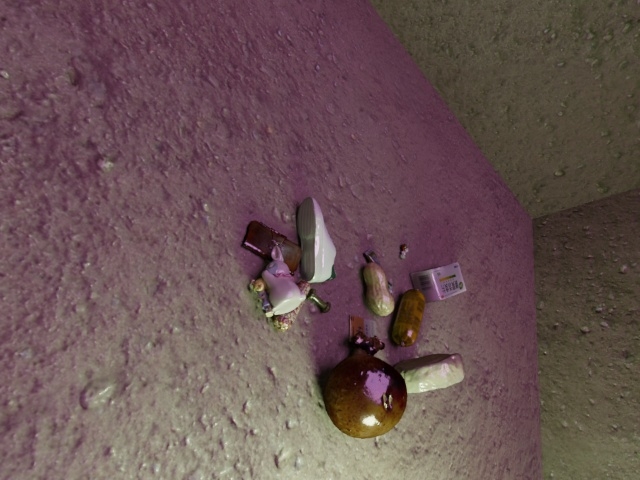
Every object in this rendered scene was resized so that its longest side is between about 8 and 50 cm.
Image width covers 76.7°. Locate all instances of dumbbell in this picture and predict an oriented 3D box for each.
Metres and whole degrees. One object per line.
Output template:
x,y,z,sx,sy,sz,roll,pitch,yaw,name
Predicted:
-0.009,0.246,1.648,0.118,0.046,0.052,44,43,-24,dumbbell

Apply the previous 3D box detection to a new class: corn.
-0.103,0.240,1.532,0.079,0.080,0.237,51,46,-17,corn

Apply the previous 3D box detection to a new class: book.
0.190,0.405,1.806,0.172,0.012,0.118,21,59,-38,book

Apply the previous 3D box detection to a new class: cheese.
0.471,0.583,1.790,0.318,0.327,0.115,41,35,-77,cheese

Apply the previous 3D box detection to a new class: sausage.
0.433,0.373,1.979,0.123,0.123,0.347,47,47,-22,sausage

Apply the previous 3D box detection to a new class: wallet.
-0.182,0.024,1.574,0.255,0.031,0.137,34,55,-30,wallet

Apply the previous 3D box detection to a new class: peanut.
0.262,0.225,1.878,0.124,0.124,0.256,-6,76,-46,peanut

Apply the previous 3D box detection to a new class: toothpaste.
0.291,0.155,1.986,0.078,0.047,0.247,-34,96,-51,toothpaste

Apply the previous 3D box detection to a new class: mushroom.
0.151,0.562,1.577,0.331,0.356,0.334,29,97,-44,mushroom

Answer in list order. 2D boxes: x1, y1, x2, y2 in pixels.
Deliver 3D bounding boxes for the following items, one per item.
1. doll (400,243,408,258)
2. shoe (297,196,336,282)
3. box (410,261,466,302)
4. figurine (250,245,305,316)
0.449,0.055,2.188,0.085,0.040,0.058,-43,116,-45,doll
0.000,0.000,1.698,0.160,0.132,0.362,10,72,-42,shoe
0.659,0.233,2.247,0.333,0.145,0.173,-6,80,-46,box
-0.167,0.145,1.466,0.235,0.155,0.127,62,3,31,figurine
